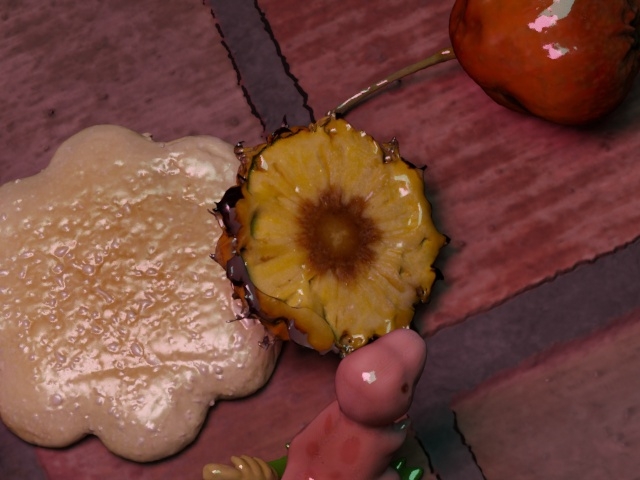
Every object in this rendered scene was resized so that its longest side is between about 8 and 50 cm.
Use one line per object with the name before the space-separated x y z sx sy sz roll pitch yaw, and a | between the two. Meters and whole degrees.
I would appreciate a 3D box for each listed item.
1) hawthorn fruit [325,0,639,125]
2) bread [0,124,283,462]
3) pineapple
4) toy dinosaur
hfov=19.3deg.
hawthorn fruit | 0.140 -0.162 1.619 0.285 0.165 0.165 -12 64 29
bread | -0.169 0.036 1.604 0.316 0.054 0.316 -2 69 6
pineapple | 0.000 0.000 1.553 0.224 0.076 0.225 7 74 -25
toy dinosaur | 0.026 0.174 1.448 0.194 0.177 0.152 -38 66 -7
